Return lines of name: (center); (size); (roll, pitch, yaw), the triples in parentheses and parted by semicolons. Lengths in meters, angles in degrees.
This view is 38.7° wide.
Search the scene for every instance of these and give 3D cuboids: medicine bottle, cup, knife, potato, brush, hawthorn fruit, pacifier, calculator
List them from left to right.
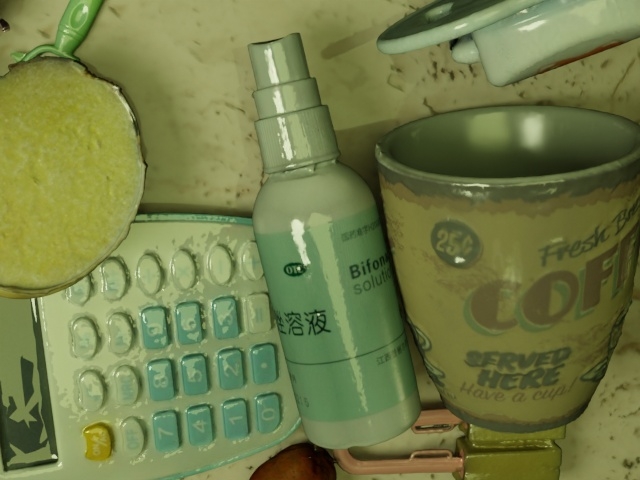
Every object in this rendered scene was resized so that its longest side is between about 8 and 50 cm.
potato: (-0.235, -0.048, 0.746); (0.164, 0.081, 0.200); (28, 69, -23)
knife: (-0.215, -0.200, 0.786); (0.054, 0.015, 0.212); (27, 95, -14)
calculator: (-0.183, 0.102, 0.829); (0.386, 0.054, 0.256); (-6, 101, -11)
hawthorn fruit: (-0.021, 0.234, 0.870); (0.093, 0.081, 0.081); (-46, 105, -8)
medicine bottle: (0.000, 0.000, 0.791); (0.110, 0.110, 0.352); (-15, 101, -8)
brush: (0.126, 0.199, 0.909); (0.233, 0.047, 0.103); (1, 100, -10)
pacifier: (0.168, -0.256, 0.720); (0.299, 0.244, 0.233); (-18, 112, 15)
cup: (0.196, 0.014, 0.831); (0.301, 0.227, 0.257); (-23, 120, -35)

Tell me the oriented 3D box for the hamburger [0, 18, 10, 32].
hamburger: (-0.338, -0.228, 0.717); (0.164, 0.093, 0.189); (-30, 107, -4)
